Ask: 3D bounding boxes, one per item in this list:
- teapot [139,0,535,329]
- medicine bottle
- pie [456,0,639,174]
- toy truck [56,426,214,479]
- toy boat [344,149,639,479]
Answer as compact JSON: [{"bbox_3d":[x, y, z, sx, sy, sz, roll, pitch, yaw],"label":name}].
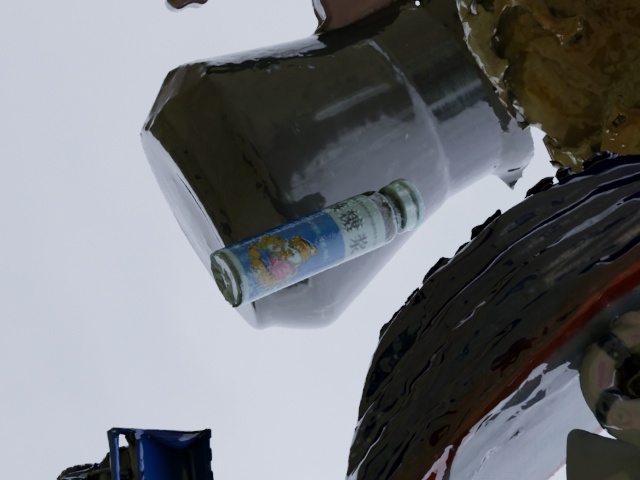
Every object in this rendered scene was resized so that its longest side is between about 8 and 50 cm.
[{"bbox_3d":[0.009,-0.131,1.223,0.376,0.362,0.305,62,-13,-10],"label":"teapot"},{"bbox_3d":[0.000,0.000,0.984,0.051,0.191,0.051,37,-41,41],"label":"medicine bottle"},{"bbox_3d":[0.185,-0.143,0.539,0.274,0.055,0.274,4,-80,26],"label":"pie"},{"bbox_3d":[-0.208,0.266,1.223,0.208,0.126,0.113,-25,-123,26],"label":"toy truck"},{"bbox_3d":[0.109,0.100,0.352,0.219,0.072,0.318,-21,-133,16],"label":"toy boat"}]
